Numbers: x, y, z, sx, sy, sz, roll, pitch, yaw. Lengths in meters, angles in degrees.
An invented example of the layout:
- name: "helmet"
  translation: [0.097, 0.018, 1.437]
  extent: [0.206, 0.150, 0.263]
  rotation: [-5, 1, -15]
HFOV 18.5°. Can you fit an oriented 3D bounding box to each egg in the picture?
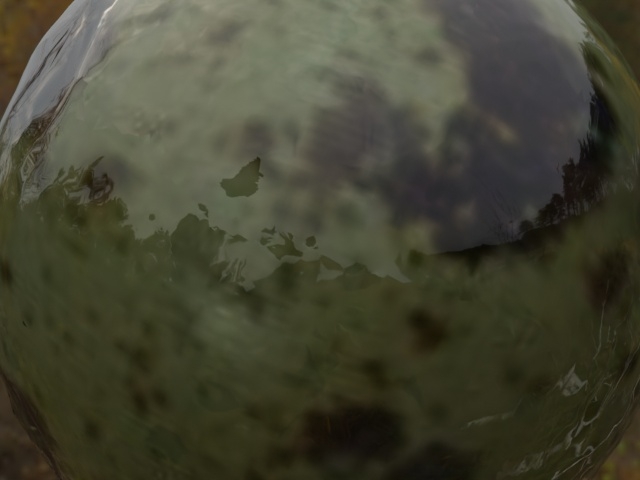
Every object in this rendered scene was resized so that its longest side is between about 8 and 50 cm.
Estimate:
- name: "egg"
  translation: [0.000, 0.000, 0.998]
  extent: [0.345, 0.345, 0.428]
  rotation: [-8, 9, -5]
